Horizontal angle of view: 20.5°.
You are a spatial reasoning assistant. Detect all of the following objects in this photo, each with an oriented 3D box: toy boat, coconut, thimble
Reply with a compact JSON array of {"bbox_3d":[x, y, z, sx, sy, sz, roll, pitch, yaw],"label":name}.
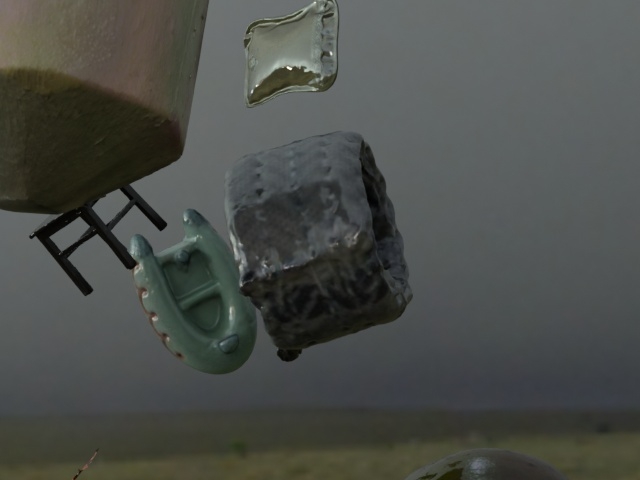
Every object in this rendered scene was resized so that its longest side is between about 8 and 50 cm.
[{"bbox_3d":[-0.150,0.068,2.180,0.134,0.207,0.079,-25,4,-19],"label":"toy boat"},{"bbox_3d":[-0.256,-0.174,1.686,0.297,0.309,0.297,10,-18,3],"label":"coconut"},{"bbox_3d":[0.000,0.000,1.913,0.157,0.217,0.245,-19,21,12],"label":"thimble"}]

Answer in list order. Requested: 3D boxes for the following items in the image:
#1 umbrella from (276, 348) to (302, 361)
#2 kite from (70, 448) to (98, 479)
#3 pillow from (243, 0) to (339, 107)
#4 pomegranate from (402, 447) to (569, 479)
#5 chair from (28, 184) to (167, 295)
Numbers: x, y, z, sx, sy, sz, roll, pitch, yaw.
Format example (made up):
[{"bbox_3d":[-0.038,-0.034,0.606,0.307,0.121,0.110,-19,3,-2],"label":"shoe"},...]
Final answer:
[{"bbox_3d":[-0.029,0.097,2.160,0.040,0.037,0.144,-16,-34,-23],"label":"umbrella"},{"bbox_3d":[-0.285,0.285,1.615,0.222,0.008,0.125,-44,-8,-47],"label":"kite"},{"bbox_3d":[-0.041,-0.251,2.364,0.033,0.130,0.217,5,-7,-36],"label":"pillow"},{"bbox_3d":[0.146,0.369,1.912,0.323,0.290,0.291,-8,-4,-19],"label":"pomegranate"},{"bbox_3d":[-0.269,-0.059,1.851,0.084,0.212,0.101,-31,14,32],"label":"chair"}]
